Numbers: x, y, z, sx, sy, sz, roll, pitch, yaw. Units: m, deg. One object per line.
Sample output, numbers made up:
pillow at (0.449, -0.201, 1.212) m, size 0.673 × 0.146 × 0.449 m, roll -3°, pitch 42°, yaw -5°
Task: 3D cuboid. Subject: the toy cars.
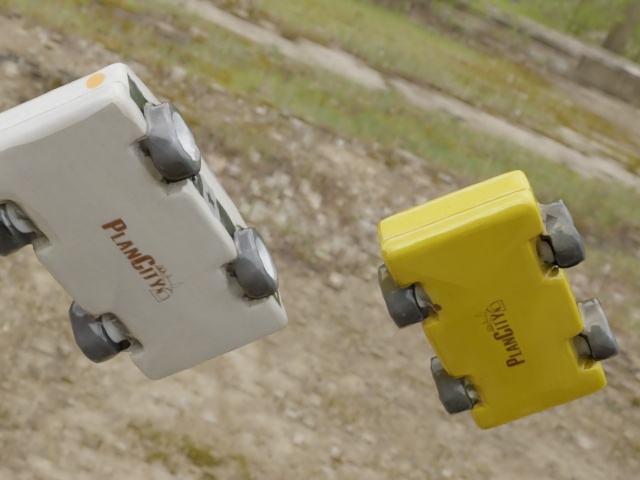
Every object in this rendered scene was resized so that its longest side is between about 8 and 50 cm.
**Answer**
toy cars at (0.000, 0.000, 0.695) m, size 0.393 × 0.176 × 0.087 m, roll 12°, pitch 43°, yaw -28°
